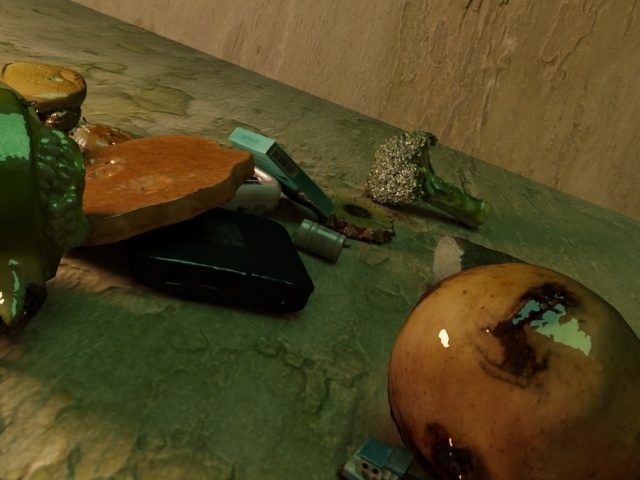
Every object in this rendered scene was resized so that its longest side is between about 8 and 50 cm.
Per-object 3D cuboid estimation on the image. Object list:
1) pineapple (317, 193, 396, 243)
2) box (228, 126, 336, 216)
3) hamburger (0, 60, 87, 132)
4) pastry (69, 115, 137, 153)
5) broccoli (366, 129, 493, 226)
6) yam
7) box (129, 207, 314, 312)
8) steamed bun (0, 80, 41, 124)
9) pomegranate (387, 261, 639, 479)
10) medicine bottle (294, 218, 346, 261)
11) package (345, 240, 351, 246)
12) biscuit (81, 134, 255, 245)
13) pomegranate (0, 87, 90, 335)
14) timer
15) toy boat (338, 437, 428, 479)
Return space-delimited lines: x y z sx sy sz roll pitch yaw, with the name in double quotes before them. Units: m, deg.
"pineapple" 0.077 -0.057 1.632 0.221 0.047 0.221 17 21 -7
"box" -0.082 -0.147 1.523 0.162 0.041 0.229 29 -12 50
"hamburger" -0.592 -0.290 1.471 0.189 0.122 0.215 0 32 -30
"pastry" -0.428 -0.181 1.409 0.153 0.081 0.153 27 13 -7
"broccoli" 0.305 -0.142 1.895 0.361 0.221 0.252 21 -15 0
"yam" 0.367 0.082 1.450 0.330 0.133 0.133 13 21 -31
"box" -0.174 0.013 1.173 0.290 0.073 0.289 12 22 -21
"steamed bun" -0.626 -0.219 1.187 0.273 0.166 0.232 -2 31 -46
"pomegranate" 0.234 0.177 0.833 0.322 0.322 0.322 18 20 -7
"medicine bottle" 0.000 0.000 1.392 0.091 0.058 0.058 23 20 6
"package" 0.014 -0.003 1.477 0.110 0.015 0.037 8 18 -34
"biscuit" -0.308 -0.090 1.155 0.365 0.062 0.385 16 31 39
"pomegranate" -0.399 -0.027 0.837 0.260 0.260 0.341 5 50 -36
"timer" -0.223 -0.124 1.444 0.237 0.087 0.262 34 22 28
"toy boat" 0.104 0.280 0.782 0.173 0.059 0.069 27 21 17
